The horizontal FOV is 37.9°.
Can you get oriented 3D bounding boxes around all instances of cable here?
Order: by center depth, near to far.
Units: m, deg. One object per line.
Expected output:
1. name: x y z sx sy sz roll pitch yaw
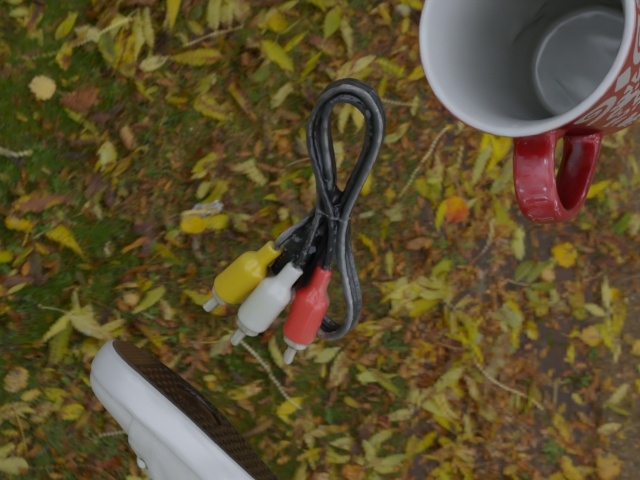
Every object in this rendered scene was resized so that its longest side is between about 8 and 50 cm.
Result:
1. cable: 0.000 0.000 0.838 0.139 0.287 0.072 31 37 3

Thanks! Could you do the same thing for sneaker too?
1. sneaker: -0.082 0.205 0.659 0.123 0.106 0.290 -41 96 -2

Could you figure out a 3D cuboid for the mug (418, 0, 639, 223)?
1. mug: 0.135 -0.096 0.553 0.169 0.113 0.150 -5 122 -61
